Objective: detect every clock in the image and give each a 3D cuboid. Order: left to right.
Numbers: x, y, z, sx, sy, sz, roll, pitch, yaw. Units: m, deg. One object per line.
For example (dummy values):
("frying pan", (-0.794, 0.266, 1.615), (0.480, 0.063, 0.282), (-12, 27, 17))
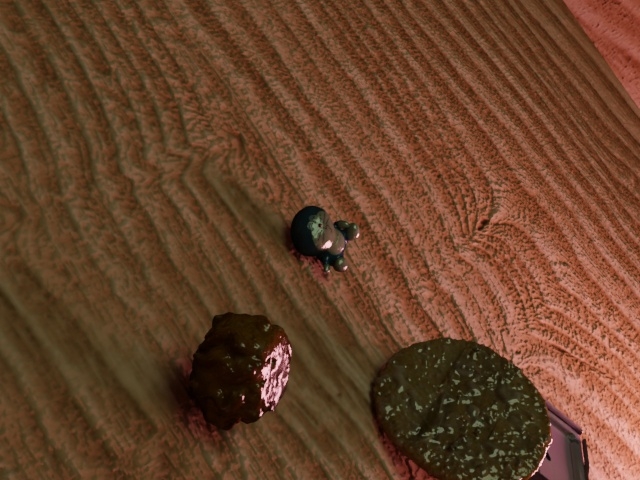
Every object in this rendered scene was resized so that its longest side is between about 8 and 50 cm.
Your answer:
("clock", (0.248, 0.253, 1.789), (0.193, 0.073, 0.144), (39, 32, -25))

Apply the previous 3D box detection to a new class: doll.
("doll", (0.000, 0.000, 1.726), (0.083, 0.050, 0.076), (37, 51, -30))

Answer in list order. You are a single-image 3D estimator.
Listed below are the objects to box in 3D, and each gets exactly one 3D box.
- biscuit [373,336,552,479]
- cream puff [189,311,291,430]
("biscuit", (0.165, 0.198, 1.677), (0.220, 0.033, 0.220), (9, 44, -9))
("cream puff", (-0.083, 0.125, 1.407), (0.122, 0.094, 0.116), (67, 38, -46))
